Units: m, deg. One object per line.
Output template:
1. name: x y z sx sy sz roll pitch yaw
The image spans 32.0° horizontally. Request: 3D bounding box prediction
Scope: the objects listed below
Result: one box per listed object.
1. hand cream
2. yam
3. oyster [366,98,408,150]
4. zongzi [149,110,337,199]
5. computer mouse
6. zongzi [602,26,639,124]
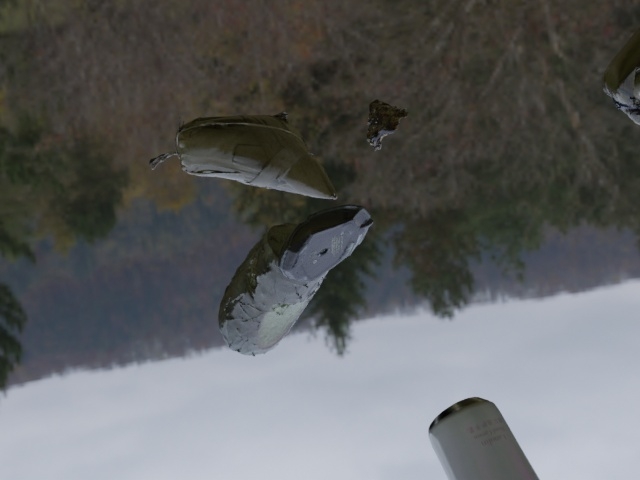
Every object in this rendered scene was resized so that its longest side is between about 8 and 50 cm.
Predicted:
1. hand cream: 0.289 0.412 1.687 0.185 0.359 0.118 -11 150 -32
2. yam: -0.081 0.077 1.945 0.154 0.154 0.254 -12 147 -37
3. oyster: 0.087 -0.175 1.663 0.086 0.029 0.132 -53 -159 -10
4. zongzi: -0.092 -0.089 1.344 0.189 0.081 0.178 -6 -146 -24
5. computer mouse: 0.000 0.000 1.801 0.192 0.106 0.062 -29 -131 -33
6. zongzi: 0.514 -0.201 1.339 0.289 0.260 0.123 35 -172 -16
